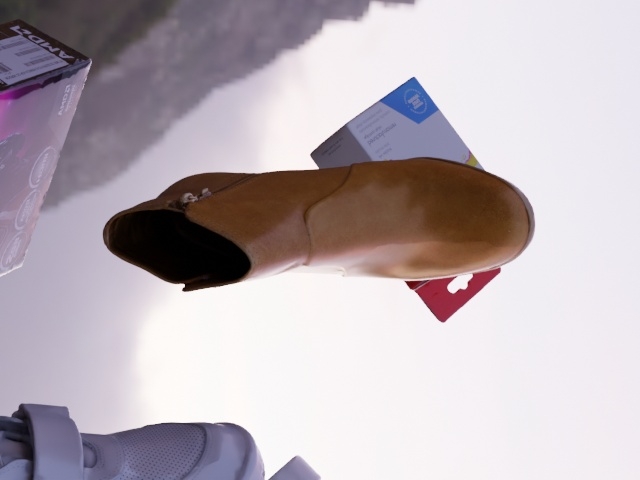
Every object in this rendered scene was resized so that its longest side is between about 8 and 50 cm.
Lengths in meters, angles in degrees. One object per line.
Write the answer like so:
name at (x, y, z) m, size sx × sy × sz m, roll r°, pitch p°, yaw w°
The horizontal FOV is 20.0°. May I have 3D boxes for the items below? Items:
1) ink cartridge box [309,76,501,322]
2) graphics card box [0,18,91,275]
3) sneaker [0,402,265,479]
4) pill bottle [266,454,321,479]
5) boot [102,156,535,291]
ink cartridge box at (0.113, -0.043, 1.937) m, size 0.231 × 0.134 × 0.078 m, roll 52°, pitch -42°, yaw 0°
graphics card box at (-0.351, -0.040, 1.527) m, size 0.371 × 0.094 × 0.233 m, roll -35°, pitch 150°, yaw -62°
sneaker at (-0.220, 0.139, 1.146) m, size 0.137 × 0.366 × 0.210 m, roll -121°, pitch -161°, yaw -58°
pill bottle at (0.035, 0.389, 1.942) m, size 0.318 × 0.176 × 0.176 m, roll 47°, pitch -26°, yaw 5°
boot at (-0.001, -0.001, 1.407) m, size 0.211 × 0.295 × 0.104 m, roll -28°, pitch 120°, yaw -64°
